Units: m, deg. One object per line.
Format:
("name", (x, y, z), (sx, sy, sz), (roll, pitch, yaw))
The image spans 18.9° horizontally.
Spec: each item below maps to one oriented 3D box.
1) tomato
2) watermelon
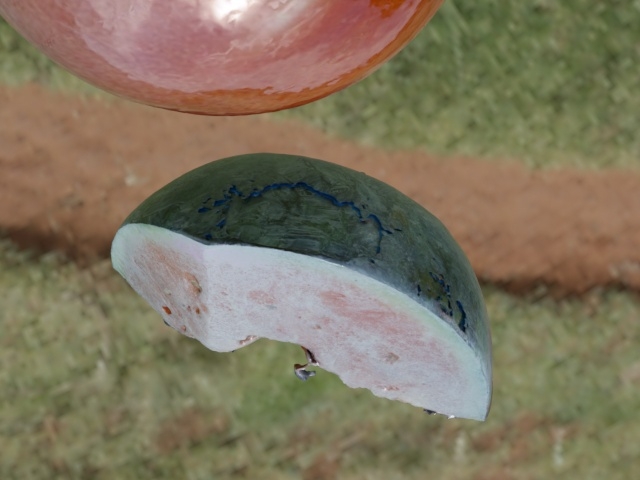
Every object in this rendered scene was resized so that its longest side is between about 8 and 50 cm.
("tomato", (-0.050, -0.176, 0.845), (0.224, 0.256, 0.256), (-45, 144, 18))
("watermelon", (0.001, -0.005, 1.486), (0.322, 0.175, 0.188), (15, 146, 2))
